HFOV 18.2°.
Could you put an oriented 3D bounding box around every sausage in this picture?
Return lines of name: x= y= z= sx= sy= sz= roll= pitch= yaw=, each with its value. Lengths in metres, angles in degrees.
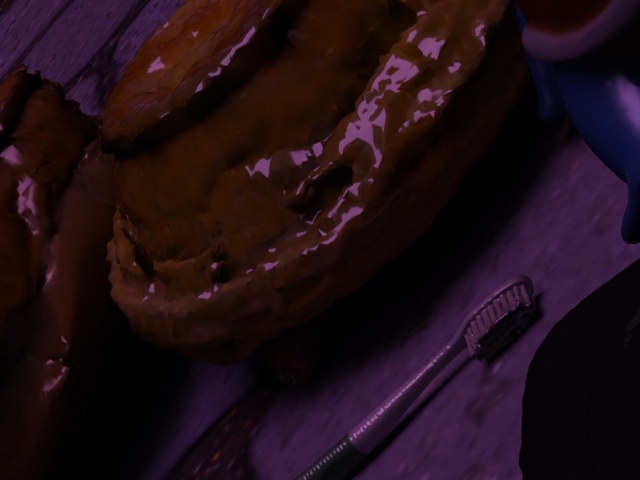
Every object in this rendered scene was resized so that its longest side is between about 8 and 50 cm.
sausage: x=0.000 y=0.000 z=1.066 sx=0.029 sy=0.029 sz=0.223 roll=-38 pitch=24 yaw=34

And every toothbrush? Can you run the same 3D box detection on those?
toothbrush: x=0.004 y=0.104 z=0.900 sx=0.257 sy=0.018 sz=0.024 roll=-43 pitch=28 yaw=21

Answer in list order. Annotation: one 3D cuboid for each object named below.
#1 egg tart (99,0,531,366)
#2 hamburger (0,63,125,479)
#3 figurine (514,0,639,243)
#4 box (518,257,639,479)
egg tart: x=-0.018 y=-0.075 z=1.021 sx=0.294 sy=0.123 sz=0.294 roll=-36 pitch=25 yaw=20
hamburger: x=-0.215 y=0.051 z=1.193 sx=0.284 sy=0.174 sz=0.304 roll=-47 pitch=22 yaw=48
figurine: x=0.147 y=-0.149 z=0.796 sx=0.298 sy=0.243 sz=0.416 roll=-52 pitch=-3 yaw=26
box: x=0.139 y=0.052 z=0.660 sx=0.201 sy=0.042 sz=0.212 roll=-38 pitch=25 yaw=28
